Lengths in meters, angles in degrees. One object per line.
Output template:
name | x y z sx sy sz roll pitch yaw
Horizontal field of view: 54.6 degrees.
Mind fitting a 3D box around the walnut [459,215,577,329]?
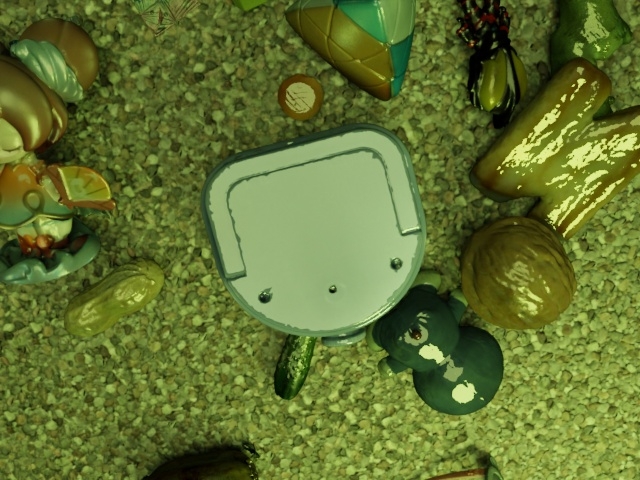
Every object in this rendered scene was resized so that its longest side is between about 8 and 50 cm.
walnut | 0.346 0.057 1.111 0.213 0.213 0.214 0 101 -1

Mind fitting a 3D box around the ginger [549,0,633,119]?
ginger | 0.475 -0.327 1.094 0.137 0.089 0.290 4 99 -14

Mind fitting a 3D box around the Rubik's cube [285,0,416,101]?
Rubik's cube | 0.062 -0.405 1.062 0.254 0.254 0.255 0 101 -1

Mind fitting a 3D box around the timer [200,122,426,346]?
timer | 0.000 0.000 1.103 0.394 0.173 0.395 0 95 -2

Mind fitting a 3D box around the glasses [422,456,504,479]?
glasses | 0.275 0.583 1.295 0.268 0.118 0.234 -13 103 22

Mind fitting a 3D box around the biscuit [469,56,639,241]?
biscuit | 0.436 -0.151 1.098 0.236 0.062 0.291 31 123 -7

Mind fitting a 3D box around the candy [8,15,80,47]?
candy | -0.480 -0.336 1.107 0.136 0.038 0.088 -20 90 4

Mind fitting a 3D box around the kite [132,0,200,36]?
kite | -0.279 -0.440 1.104 0.137 0.005 0.153 12 100 -5

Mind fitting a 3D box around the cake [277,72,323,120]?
cake | -0.036 -0.260 1.122 0.084 0.044 0.084 0 103 0

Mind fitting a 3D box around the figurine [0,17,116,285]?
figurine | -0.491 -0.153 1.041 0.276 0.248 0.388 -6 119 3

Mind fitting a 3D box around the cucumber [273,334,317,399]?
cucumber | -0.040 0.202 1.202 0.069 0.069 0.228 17 98 -4

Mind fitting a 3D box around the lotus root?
lotus root | -0.235 0.488 1.224 0.240 0.124 0.123 -11 90 1

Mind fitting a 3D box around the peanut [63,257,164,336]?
peanut | -0.390 0.111 1.164 0.214 0.099 0.090 -33 125 8

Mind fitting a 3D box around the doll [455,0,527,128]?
doll | 0.303 -0.322 1.092 0.126 0.088 0.249 -8 97 1

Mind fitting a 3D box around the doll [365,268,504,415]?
doll | 0.230 0.209 1.174 0.258 0.154 0.228 43 94 -15

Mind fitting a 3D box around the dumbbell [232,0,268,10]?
dumbbell | -0.028 -0.495 1.041 0.301 0.108 0.122 -24 92 3
